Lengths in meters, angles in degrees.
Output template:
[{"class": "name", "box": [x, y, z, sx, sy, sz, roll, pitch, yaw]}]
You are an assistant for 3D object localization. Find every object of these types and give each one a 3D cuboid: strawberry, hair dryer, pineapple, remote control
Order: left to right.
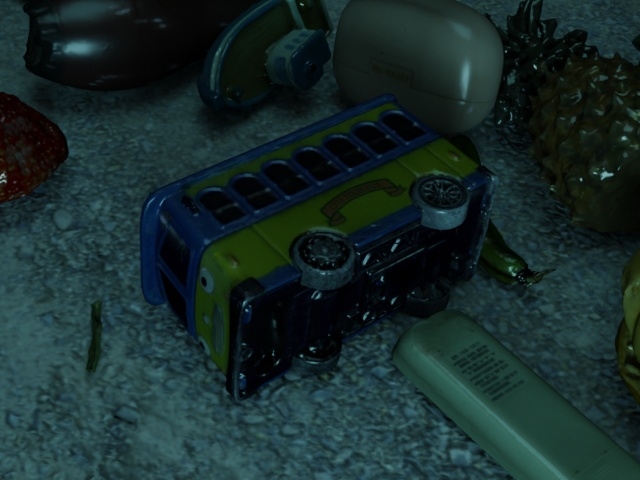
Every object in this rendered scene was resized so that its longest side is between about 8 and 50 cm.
[{"class": "strawberry", "box": [-0.321, -0.092, 1.108, 0.148, 0.131, 0.131, -9, 44, -5]}, {"class": "hair dryer", "box": [-0.244, -0.281, 1.361, 0.312, 0.123, 0.340, -14, 35, -36]}, {"class": "remote control", "box": [0.184, 0.161, 0.956, 0.090, 0.038, 0.309, -27, 53, -32]}, {"class": "pineapple", "box": [0.256, -0.157, 1.224, 0.169, 0.169, 0.340, -11, 44, -18]}]

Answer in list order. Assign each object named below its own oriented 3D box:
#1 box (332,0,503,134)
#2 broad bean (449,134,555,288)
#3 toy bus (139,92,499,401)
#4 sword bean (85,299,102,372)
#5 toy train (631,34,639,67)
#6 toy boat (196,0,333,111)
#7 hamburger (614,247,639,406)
[{"class": "box", "box": [0.102, -0.193, 1.245, 0.200, 0.146, 0.088, 24, 27, 34]}, {"class": "broad bean", "box": [0.159, -0.030, 1.161, 0.069, 0.039, 0.227, -13, 46, -11]}, {"class": "toy bus", "box": [0.000, 0.000, 1.035, 0.287, 0.138, 0.175, -25, 52, -30]}, {"class": "sword bean", "box": [-0.196, 0.084, 1.013, 0.012, 0.012, 0.083, 0, 42, -7]}, {"class": "toy train", "box": [0.436, -0.214, 1.202, 0.138, 0.178, 0.330, 37, 12, -2]}, {"class": "toy boat", "box": [-0.048, -0.206, 1.263, 0.102, 0.088, 0.215, 14, 47, 43]}, {"class": "hamburger", "box": [0.408, 0.090, 0.976, 0.318, 0.158, 0.319, 4, 45, -4]}]
